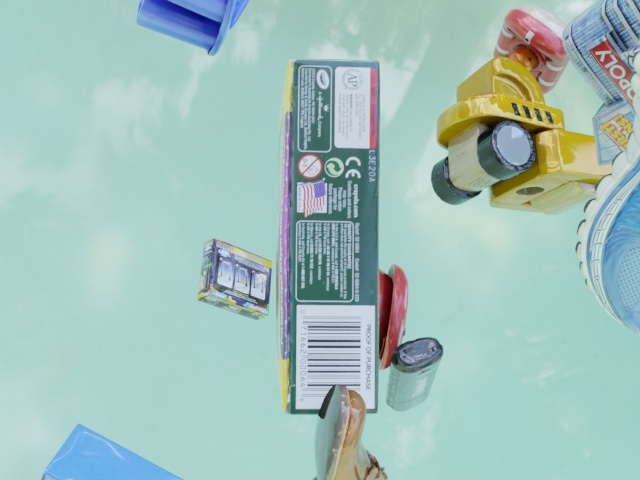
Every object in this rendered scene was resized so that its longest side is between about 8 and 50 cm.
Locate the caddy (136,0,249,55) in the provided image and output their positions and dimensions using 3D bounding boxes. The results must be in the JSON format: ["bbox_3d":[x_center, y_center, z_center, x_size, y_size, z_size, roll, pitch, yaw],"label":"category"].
[{"bbox_3d":[-0.170,-0.462,1.104,0.179,0.241,0.341,11,77,-17],"label":"caddy"}]

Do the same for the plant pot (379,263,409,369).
[{"bbox_3d":[0.043,0.116,1.122,0.174,0.191,0.191,10,50,0],"label":"plant pot"}]

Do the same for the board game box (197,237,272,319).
[{"bbox_3d":[-0.192,0.089,1.604,0.170,0.048,0.141,26,54,-37],"label":"board game box"}]

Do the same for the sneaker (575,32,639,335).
[{"bbox_3d":[0.288,-0.024,0.510,0.130,0.330,0.147,-21,45,-11],"label":"sneaker"}]

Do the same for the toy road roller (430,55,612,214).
[{"bbox_3d":[0.372,-0.194,1.314,0.329,0.202,0.240,8,72,-22],"label":"toy road roller"}]

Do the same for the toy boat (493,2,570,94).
[{"bbox_3d":[0.399,-0.356,1.407,0.151,0.231,0.151,41,80,14],"label":"toy boat"}]

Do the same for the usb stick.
[{"bbox_3d":[0.139,0.208,1.072,0.077,0.278,0.045,-17,65,-4],"label":"usb stick"}]

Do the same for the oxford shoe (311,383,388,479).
[{"bbox_3d":[0.030,0.213,0.654,0.076,0.212,0.076,1,36,-3],"label":"oxford shoe"}]

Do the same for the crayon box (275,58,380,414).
[{"bbox_3d":[0.000,0.000,0.865,0.106,0.313,0.363,1,88,-4],"label":"crayon box"}]

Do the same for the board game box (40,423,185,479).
[{"bbox_3d":[-0.113,0.240,0.513,0.210,0.160,0.047,30,34,-4],"label":"board game box"}]

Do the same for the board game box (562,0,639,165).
[{"bbox_3d":[0.338,-0.162,0.725,0.194,0.194,0.060,48,61,-6],"label":"board game box"}]
